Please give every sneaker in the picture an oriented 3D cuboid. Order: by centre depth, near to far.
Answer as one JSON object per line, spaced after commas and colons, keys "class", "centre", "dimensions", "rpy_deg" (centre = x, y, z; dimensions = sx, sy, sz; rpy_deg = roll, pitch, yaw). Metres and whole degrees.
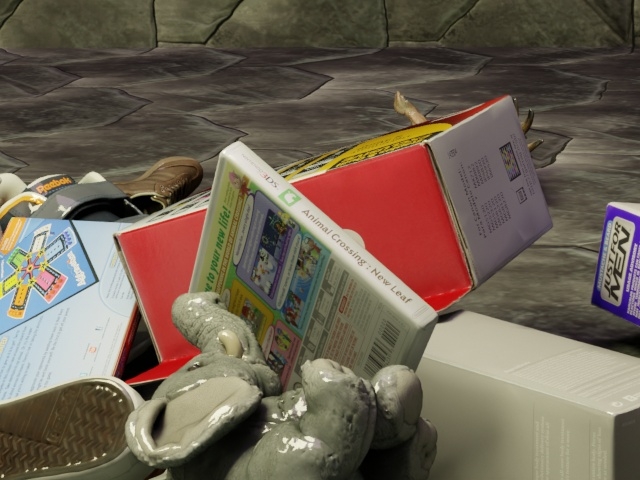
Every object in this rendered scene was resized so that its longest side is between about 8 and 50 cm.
{"class": "sneaker", "centre": [-0.246, 0.171, 1.230], "dimensions": [0.290, 0.106, 0.123], "rpy_deg": [-7, -22, 15]}
{"class": "sneaker", "centre": [-0.226, 0.006, 1.622], "dimensions": [0.321, 0.127, 0.126], "rpy_deg": [9, 17, 36]}
{"class": "sneaker", "centre": [-0.205, -0.051, 2.096], "dimensions": [0.071, 0.066, 0.188], "rpy_deg": [29, 36, 33]}

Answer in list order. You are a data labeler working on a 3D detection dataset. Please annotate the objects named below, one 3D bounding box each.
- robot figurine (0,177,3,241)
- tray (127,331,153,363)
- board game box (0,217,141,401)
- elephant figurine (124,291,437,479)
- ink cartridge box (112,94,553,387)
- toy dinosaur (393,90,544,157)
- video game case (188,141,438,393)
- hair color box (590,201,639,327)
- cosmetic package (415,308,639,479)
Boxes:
{"class": "robot figurine", "centre": [-0.422, 0.034, 1.500], "dimensions": [0.300, 0.200, 0.353], "rpy_deg": [-36, -2, 33]}
{"class": "tray", "centre": [-0.245, 0.115, 1.508], "dimensions": [0.145, 0.030, 0.270], "rpy_deg": [4, 16, 20]}
{"class": "board game box", "centre": [-0.231, 0.070, 1.437], "dimensions": [0.145, 0.027, 0.281], "rpy_deg": [4, 35, 5]}
{"class": "elephant figurine", "centre": [-0.055, 0.141, 1.129], "dimensions": [0.239, 0.169, 0.186], "rpy_deg": [11, 11, 32]}
{"class": "ink cartridge box", "centre": [0.000, 0.000, 1.403], "dimensions": [0.309, 0.130, 0.272], "rpy_deg": [-16, 7, 28]}
{"class": "toy dinosaur", "centre": [0.204, -0.100, 2.077], "dimensions": [0.200, 0.127, 0.295], "rpy_deg": [1, 19, -13]}
{"class": "video game case", "centre": [-0.015, 0.059, 1.200], "dimensions": [0.193, 0.212, 0.023], "rpy_deg": [41, 53, 19]}
{"class": "hair color box", "centre": [0.400, 0.054, 1.423], "dimensions": [0.185, 0.110, 0.339], "rpy_deg": [4, 13, -23]}
{"class": "cosmetic package", "centre": [0.147, 0.137, 1.172], "dimensions": [0.107, 0.127, 0.238], "rpy_deg": [-14, 20, -35]}
